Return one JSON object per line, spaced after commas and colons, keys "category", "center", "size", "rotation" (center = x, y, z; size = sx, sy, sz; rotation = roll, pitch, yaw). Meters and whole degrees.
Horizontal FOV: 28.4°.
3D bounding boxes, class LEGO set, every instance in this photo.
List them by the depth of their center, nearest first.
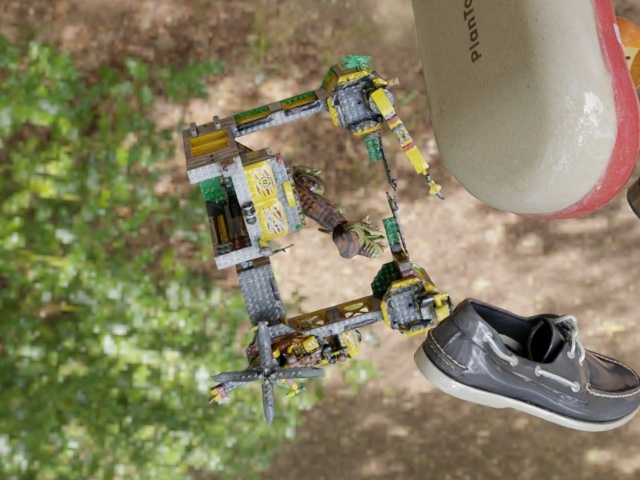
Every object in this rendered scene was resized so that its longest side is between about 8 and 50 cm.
{"category": "LEGO set", "center": [0.000, 0.000, 1.192], "size": [0.255, 0.331, 0.192], "rotation": [-9, -161, -5]}

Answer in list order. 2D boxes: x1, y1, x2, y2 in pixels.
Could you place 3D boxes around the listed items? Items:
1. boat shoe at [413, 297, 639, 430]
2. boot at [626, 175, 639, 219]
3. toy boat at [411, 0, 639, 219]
{"category": "boat shoe", "center": [0.166, 0.086, 0.913], "size": [0.206, 0.075, 0.065], "rotation": [13, 118, -31]}
{"category": "boot", "center": [0.397, -0.027, 1.132], "size": [0.219, 0.082, 0.106], "rotation": [21, 138, -9]}
{"category": "toy boat", "center": [0.160, -0.126, 0.845], "size": [0.151, 0.231, 0.151], "rotation": [5, 158, -31]}
